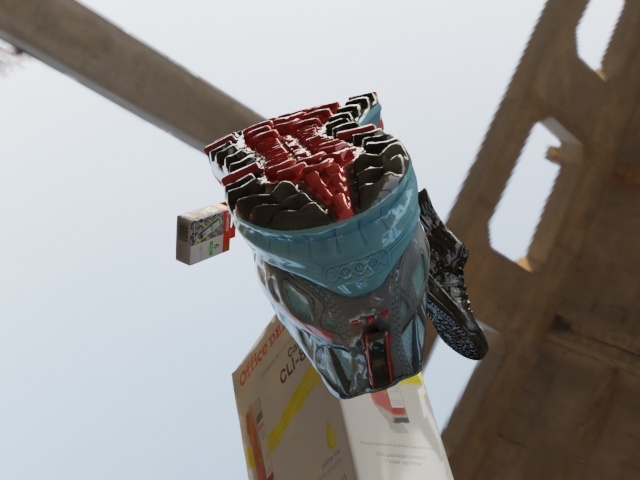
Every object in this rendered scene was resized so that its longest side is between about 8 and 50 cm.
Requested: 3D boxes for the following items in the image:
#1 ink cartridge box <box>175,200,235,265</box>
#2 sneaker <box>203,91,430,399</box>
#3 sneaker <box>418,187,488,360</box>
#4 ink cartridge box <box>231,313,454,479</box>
[{"bbox_3d":[-0.141,-0.014,1.272,0.029,0.115,0.063,21,-63,33],"label":"ink cartridge box"},{"bbox_3d":[0.000,0.000,0.512,0.104,0.125,0.262,-15,-163,3],"label":"sneaker"},{"bbox_3d":[0.130,0.036,0.992,0.089,0.170,0.051,-49,-169,-27],"label":"sneaker"},{"bbox_3d":[0.019,0.279,1.351,0.279,0.160,0.385,-54,-143,39],"label":"ink cartridge box"}]
